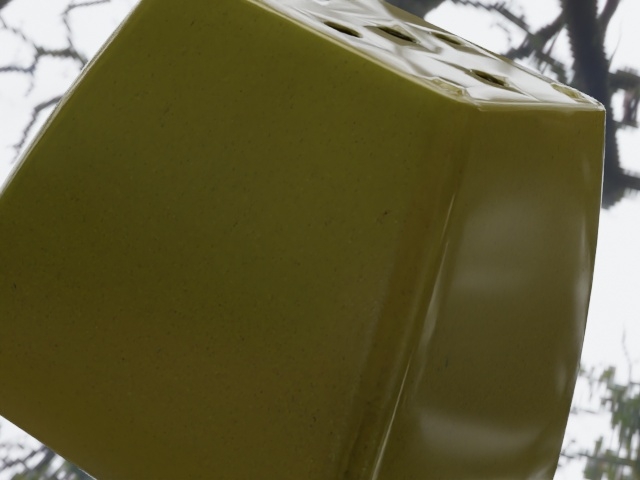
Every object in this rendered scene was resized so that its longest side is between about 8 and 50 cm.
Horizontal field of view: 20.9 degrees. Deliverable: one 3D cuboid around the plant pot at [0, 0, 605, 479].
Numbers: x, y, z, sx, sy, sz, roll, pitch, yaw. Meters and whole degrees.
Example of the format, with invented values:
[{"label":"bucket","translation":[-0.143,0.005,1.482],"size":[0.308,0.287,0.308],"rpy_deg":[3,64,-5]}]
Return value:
[{"label":"plant pot","translation":[0.000,0.000,0.718],"size":[0.212,0.212,0.187],"rpy_deg":[29,-73,26]}]
